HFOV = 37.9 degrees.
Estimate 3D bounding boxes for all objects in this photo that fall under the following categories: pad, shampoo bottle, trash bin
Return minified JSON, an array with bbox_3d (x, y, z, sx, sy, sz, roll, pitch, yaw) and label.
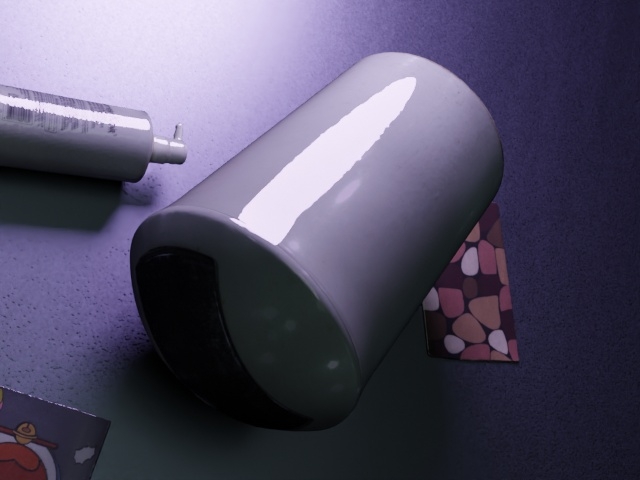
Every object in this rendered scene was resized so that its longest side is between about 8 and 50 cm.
[{"bbox_3d":[-0.338,0.208,0.856,0.245,0.006,0.170,20,63,-7],"label":"pad"},{"bbox_3d":[-0.269,-0.112,1.004,0.262,0.085,0.085,7,70,-30],"label":"shampoo bottle"},{"bbox_3d":[0.198,0.049,1.280,0.158,0.003,0.235,6,70,-29],"label":"pad"},{"bbox_3d":[0.000,0.000,1.018,0.280,0.280,0.432,49,52,-7],"label":"trash bin"}]
